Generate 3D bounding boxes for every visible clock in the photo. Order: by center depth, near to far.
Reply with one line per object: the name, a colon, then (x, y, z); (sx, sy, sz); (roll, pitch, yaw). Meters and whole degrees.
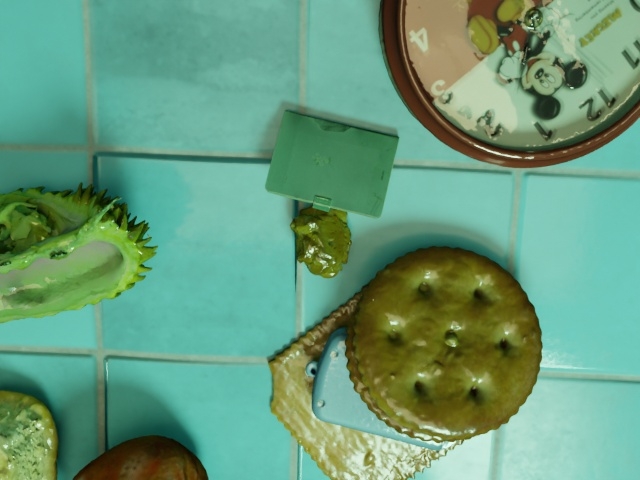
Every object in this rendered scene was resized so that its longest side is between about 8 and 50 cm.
clock: (0.220, -0.233, 0.825); (0.318, 0.080, 0.318); (0, 105, -1)

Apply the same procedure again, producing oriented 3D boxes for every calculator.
calculator: (0.084, 0.176, 0.938); (0.210, 0.039, 0.121); (14, 101, 0)

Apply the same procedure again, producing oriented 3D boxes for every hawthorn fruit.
hawthorn fruit: (-0.233, 0.332, 0.952); (0.200, 0.179, 0.179); (-18, 102, 29)

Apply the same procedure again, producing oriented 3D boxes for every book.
book: (0.013, -0.083, 0.888); (0.135, 0.017, 0.103); (13, 81, 0)

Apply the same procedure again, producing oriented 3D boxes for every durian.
durian: (-0.347, 0.028, 0.879); (0.356, 0.169, 0.157); (-13, 100, 8)

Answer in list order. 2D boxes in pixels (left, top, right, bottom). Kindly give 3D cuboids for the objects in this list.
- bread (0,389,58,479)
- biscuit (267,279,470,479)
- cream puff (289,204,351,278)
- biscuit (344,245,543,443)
bread: (-0.451, 0.269, 0.969); (0.246, 0.121, 0.174); (2, 112, -1)
biscuit: (0.066, 0.193, 0.970); (0.232, 0.013, 0.237); (-39, 97, 11)
cream puff: (0.000, 0.000, 0.909); (0.083, 0.083, 0.058); (49, 144, -19)
biscuit: (0.138, 0.116, 0.883); (0.220, 0.066, 0.220); (1, 74, -5)
